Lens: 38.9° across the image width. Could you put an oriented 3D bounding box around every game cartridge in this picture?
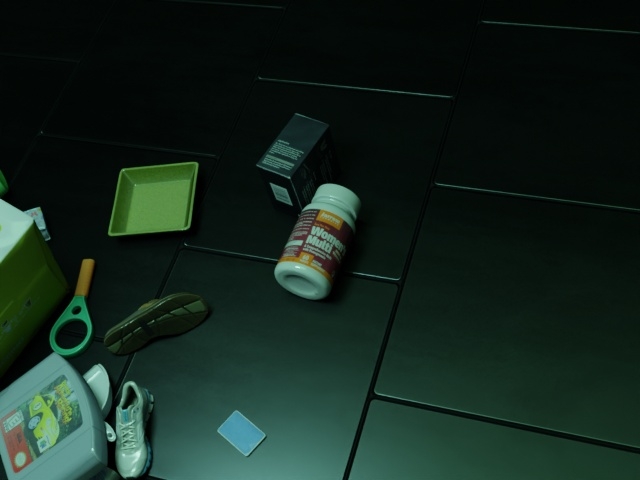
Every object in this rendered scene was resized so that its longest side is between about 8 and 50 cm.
[{"bbox_3d":[-0.509,0.349,1.699,0.196,0.060,0.294,-35,47,-5],"label":"game cartridge"}]

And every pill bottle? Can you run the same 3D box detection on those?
[{"bbox_3d":[0.000,0.000,1.843,0.121,0.121,0.221,13,60,20],"label":"pill bottle"}]

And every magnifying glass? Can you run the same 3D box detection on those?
[{"bbox_3d":[-0.513,0.142,1.919,0.092,0.026,0.231,-3,55,11],"label":"magnifying glass"}]

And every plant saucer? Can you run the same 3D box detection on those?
[{"bbox_3d":[-0.366,-0.083,2.027,0.188,0.045,0.188,-5,55,10],"label":"plant saucer"}]

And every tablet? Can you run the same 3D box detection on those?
[{"bbox_3d":[-0.148,0.362,1.699,0.083,0.006,0.054,33,69,30],"label":"tablet"}]

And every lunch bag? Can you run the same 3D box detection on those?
[{"bbox_3d":[-0.663,-0.027,2.051,0.083,0.053,0.071,-19,56,-13],"label":"lunch bag"}]

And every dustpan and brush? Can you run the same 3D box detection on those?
[{"bbox_3d":[-0.442,0.330,1.743,0.147,0.060,0.211,-42,54,-16],"label":"dustpan and brush"}]

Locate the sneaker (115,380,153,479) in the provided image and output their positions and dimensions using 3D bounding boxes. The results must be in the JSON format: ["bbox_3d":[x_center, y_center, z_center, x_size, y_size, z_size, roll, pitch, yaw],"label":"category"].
[{"bbox_3d":[-0.361,0.354,1.705,0.071,0.083,0.190,-9,56,4],"label":"sneaker"}]

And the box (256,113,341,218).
[{"bbox_3d":[-0.043,-0.156,1.938,0.093,0.156,0.158,23,63,26],"label":"box"}]

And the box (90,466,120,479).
[{"bbox_3d":[-0.489,0.463,1.686,0.186,0.038,0.145,19,63,22],"label":"box"}]

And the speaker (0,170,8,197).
[{"bbox_3d":[-0.886,-0.094,2.102,0.296,0.131,0.131,-28,55,-7],"label":"speaker"}]

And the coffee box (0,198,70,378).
[{"bbox_3d":[-0.752,0.084,1.782,0.334,0.338,0.337,29,66,11],"label":"coffee box"}]

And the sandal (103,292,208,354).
[{"bbox_3d":[-0.338,0.161,1.845,0.219,0.090,0.060,-27,33,2],"label":"sandal"}]
